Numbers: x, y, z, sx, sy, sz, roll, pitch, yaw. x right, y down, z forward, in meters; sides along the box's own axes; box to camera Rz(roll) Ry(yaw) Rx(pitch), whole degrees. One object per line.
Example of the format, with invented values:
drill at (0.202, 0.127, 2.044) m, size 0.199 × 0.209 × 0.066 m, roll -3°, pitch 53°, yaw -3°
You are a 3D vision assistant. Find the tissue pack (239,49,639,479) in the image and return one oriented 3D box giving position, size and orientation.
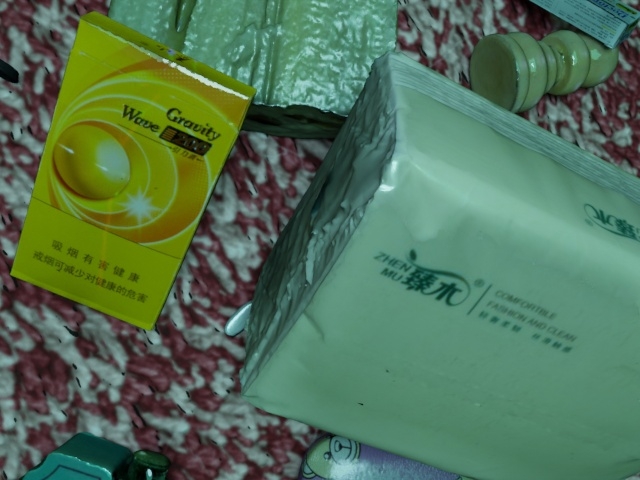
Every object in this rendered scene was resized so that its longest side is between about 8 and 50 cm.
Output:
tissue pack at (0.151, 0.058, 0.542) m, size 0.381 × 0.297 × 0.207 m, roll 21°, pitch 39°, yaw -12°

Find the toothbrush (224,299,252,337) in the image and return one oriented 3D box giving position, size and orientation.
toothbrush at (0.000, 0.000, 0.670) m, size 0.288 × 0.024 × 0.021 m, roll -45°, pitch 98°, yaw -12°

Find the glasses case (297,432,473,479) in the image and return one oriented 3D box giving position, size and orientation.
glasses case at (0.130, 0.280, 0.652) m, size 0.317 × 0.076 × 0.123 m, roll 9°, pitch 85°, yaw -11°

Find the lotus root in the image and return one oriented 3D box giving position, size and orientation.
lotus root at (-0.061, -0.247, 0.607) m, size 0.267 × 0.149 × 0.260 m, roll 6°, pitch 88°, yaw -2°

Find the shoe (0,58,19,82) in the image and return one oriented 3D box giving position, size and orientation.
shoe at (-0.379, -0.181, 0.584) m, size 0.159 × 0.062 × 0.053 m, roll 23°, pitch 85°, yaw -13°

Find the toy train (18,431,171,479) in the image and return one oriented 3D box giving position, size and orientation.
toy train at (-0.225, 0.287, 0.571) m, size 0.155 × 0.107 × 0.197 m, roll 22°, pitch 83°, yaw -2°

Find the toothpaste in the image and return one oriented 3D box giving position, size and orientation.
toothpaste at (0.281, -0.280, 0.691) m, size 0.164 × 0.034 × 0.046 m, roll 40°, pitch 54°, yaw 19°

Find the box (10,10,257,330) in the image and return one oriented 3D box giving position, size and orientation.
box at (-0.179, -0.048, 0.556) m, size 0.152 × 0.043 × 0.269 m, roll 23°, pitch 117°, yaw -10°

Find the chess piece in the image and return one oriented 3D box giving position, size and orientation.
chess piece at (0.268, -0.202, 0.705) m, size 0.171 × 0.094 × 0.094 m, roll -14°, pitch 90°, yaw -19°
